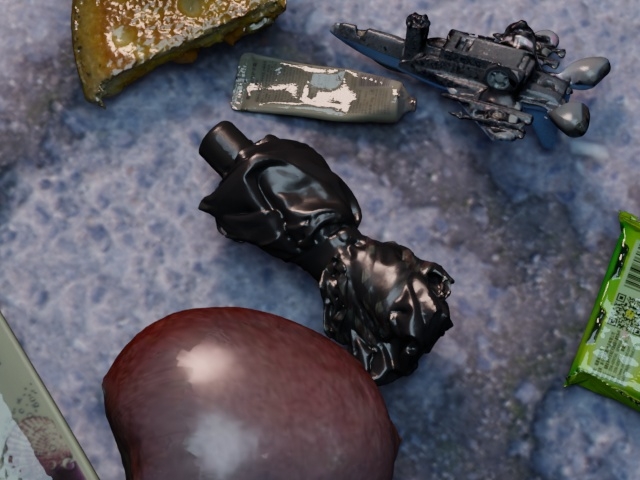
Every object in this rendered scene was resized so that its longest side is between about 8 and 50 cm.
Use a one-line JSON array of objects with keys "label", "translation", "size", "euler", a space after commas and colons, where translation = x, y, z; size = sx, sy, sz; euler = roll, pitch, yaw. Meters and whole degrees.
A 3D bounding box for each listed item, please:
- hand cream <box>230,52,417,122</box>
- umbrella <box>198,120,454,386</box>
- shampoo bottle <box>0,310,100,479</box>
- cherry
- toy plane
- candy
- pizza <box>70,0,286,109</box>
[{"label": "hand cream", "translation": [0.004, -0.132, 1.689], "size": [0.165, 0.037, 0.057], "euler": [8, 72, 8]}, {"label": "umbrella", "translation": [0.001, 0.000, 1.608], "size": [0.122, 0.110, 0.272], "euler": [-42, 74, -14]}, {"label": "shampoo bottle", "translation": [-0.272, 0.174, 1.549], "size": [0.134, 0.078, 0.359], "euler": [-31, 77, -8]}, {"label": "cherry", "translation": [-0.051, 0.160, 1.497], "size": [0.239, 0.206, 0.239], "euler": [-3, 62, 5]}, {"label": "toy plane", "translation": [0.127, -0.158, 1.669], "size": [0.246, 0.078, 0.169], "euler": [24, 44, 6]}, {"label": "candy", "translation": [0.281, 0.066, 1.634], "size": [0.102, 0.032, 0.178], "euler": [22, 71, 1]}, {"label": "pizza", "translation": [-0.117, -0.235, 1.694], "size": [0.197, 0.058, 0.292], "euler": [16, 72, 11]}]
